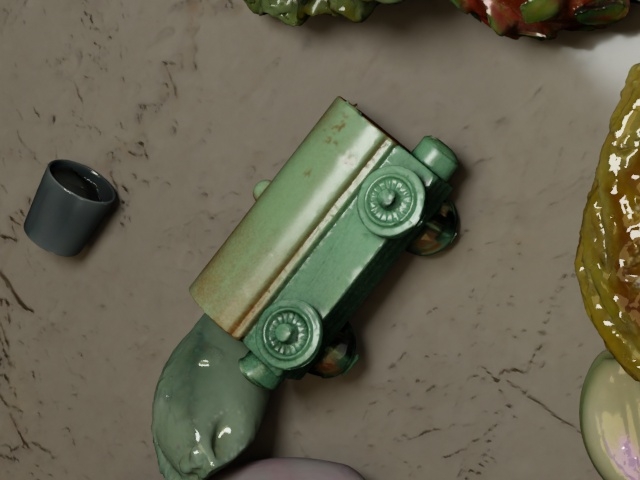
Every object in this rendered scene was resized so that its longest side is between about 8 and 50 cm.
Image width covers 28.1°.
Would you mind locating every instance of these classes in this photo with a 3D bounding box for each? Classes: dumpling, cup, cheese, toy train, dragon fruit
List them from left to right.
[{"bbox_3d":[-0.273,-0.040,1.361,0.077,0.078,0.100,-57,37,22],"label":"cup"},{"bbox_3d":[-0.124,0.148,1.268,0.149,0.105,0.217,-6,55,26],"label":"dumpling"},{"bbox_3d":[0.000,0.000,1.199,0.177,0.116,0.285,42,99,25],"label":"toy train"},{"bbox_3d":[0.213,-0.234,1.074,0.235,0.137,0.135,9,98,29],"label":"dragon fruit"},{"bbox_3d":[0.301,0.198,1.109,0.137,0.064,0.227,-10,89,29],"label":"cheese"}]

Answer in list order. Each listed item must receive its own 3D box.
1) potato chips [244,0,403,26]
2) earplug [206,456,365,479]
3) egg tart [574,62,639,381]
[{"bbox_3d":[0.038,-0.397,1.149,0.358,0.070,0.429,30,102,41],"label":"potato chips"},{"bbox_3d":[-0.084,0.295,1.256,0.301,0.172,0.172,-20,85,18],"label":"earplug"},{"bbox_3d":[0.367,-0.002,1.011,0.351,0.153,0.339,40,108,16],"label":"egg tart"}]
